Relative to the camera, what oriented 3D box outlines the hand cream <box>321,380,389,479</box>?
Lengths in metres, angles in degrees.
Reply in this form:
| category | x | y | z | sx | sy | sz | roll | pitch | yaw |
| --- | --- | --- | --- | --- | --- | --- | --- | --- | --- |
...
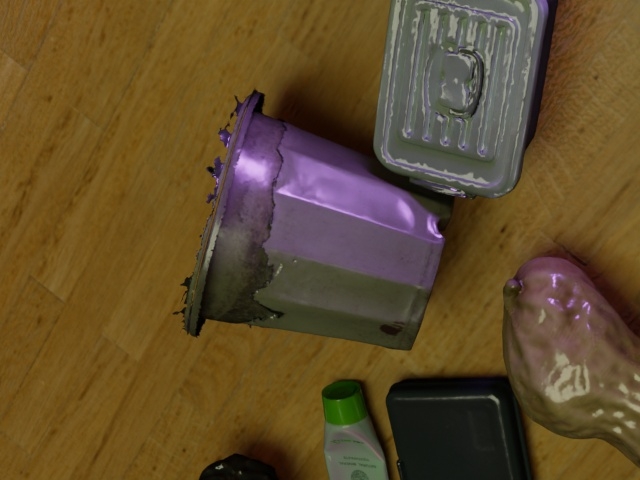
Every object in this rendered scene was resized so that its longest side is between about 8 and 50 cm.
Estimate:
| category | x | y | z | sx | sy | sz | roll | pitch | yaw |
| --- | --- | --- | --- | --- | --- | --- | --- | --- | --- |
| hand cream | 0.048 | 0.303 | 1.890 | 0.079 | 0.050 | 0.275 | 17 | 125 | 49 |

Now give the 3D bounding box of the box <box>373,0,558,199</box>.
| category | x | y | z | sx | sy | sz | roll | pitch | yaw |
| --- | --- | --- | --- | --- | --- | --- | --- | --- | --- |
| box | 0.159 | -0.179 | 1.582 | 0.163 | 0.135 | 0.243 | 14 | 115 | 19 |

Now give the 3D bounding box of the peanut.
| category | x | y | z | sx | sy | sz | roll | pitch | yaw |
| --- | --- | --- | --- | --- | --- | --- | --- | --- | --- |
| peanut | 0.302 | 0.150 | 1.640 | 0.291 | 0.143 | 0.159 | 40 | 98 | 7 |

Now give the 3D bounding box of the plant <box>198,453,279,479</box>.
| category | x | y | z | sx | sy | sz | roll | pitch | yaw |
| --- | --- | --- | --- | --- | --- | --- | --- | --- | --- |
| plant | -0.086 | 0.386 | 1.919 | 0.141 | 0.164 | 0.256 | 8 | 129 | 27 |

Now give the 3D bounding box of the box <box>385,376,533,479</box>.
| category | x | y | z | sx | sy | sz | roll | pitch | yaw |
| --- | --- | --- | --- | --- | --- | --- | --- | --- | --- |
| box | 0.172 | 0.272 | 1.807 | 0.160 | 0.050 | 0.230 | -4 | 109 | 27 |

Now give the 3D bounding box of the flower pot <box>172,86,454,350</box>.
| category | x | y | z | sx | sy | sz | roll | pitch | yaw |
| --- | --- | --- | --- | --- | --- | --- | --- | --- | --- |
| flower pot | 0.000 | 0.000 | 1.656 | 0.259 | 0.290 | 0.290 | 17 | 118 | 1 |
